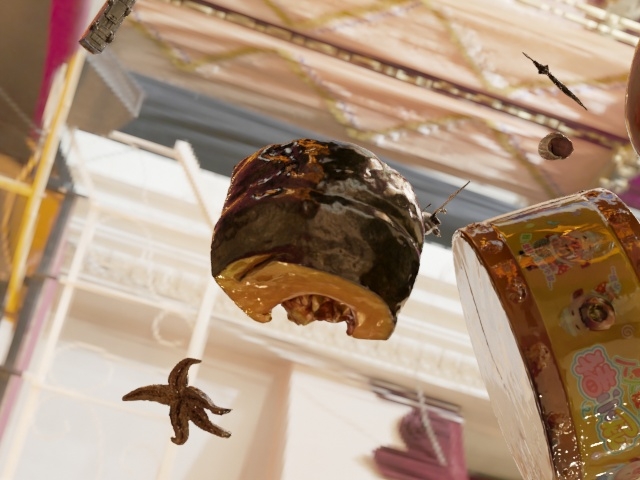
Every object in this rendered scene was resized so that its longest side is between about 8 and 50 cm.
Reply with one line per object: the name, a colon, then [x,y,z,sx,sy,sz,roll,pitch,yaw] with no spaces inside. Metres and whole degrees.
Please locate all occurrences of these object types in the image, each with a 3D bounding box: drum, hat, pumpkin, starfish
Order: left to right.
starfish: [-0.255,0.288,2.001,0.057,0.238,0.213,-45,140,-51]
pumpkin: [0.000,0.000,1.603,0.256,0.303,0.225,95,1,-56]
hat: [0.453,-0.188,2.152,0.042,0.087,0.058,51,-53,53]
drum: [0.347,0.147,1.529,0.431,0.214,0.431,163,-90,-88]

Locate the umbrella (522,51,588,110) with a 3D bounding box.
umbrella: [0.380,-0.260,1.791,0.022,0.149,0.022,-46,-162,18]

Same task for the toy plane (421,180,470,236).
toy plane: [0.183,-0.037,1.994,0.226,0.058,0.226,-36,161,11]

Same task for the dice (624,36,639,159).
dice: [0.581,-0.184,1.339,0.304,0.304,0.277,-141,-118,-70]

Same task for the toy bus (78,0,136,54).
toy bus: [-0.422,-0.436,2.193,0.061,0.051,0.153,-7,-131,56]
